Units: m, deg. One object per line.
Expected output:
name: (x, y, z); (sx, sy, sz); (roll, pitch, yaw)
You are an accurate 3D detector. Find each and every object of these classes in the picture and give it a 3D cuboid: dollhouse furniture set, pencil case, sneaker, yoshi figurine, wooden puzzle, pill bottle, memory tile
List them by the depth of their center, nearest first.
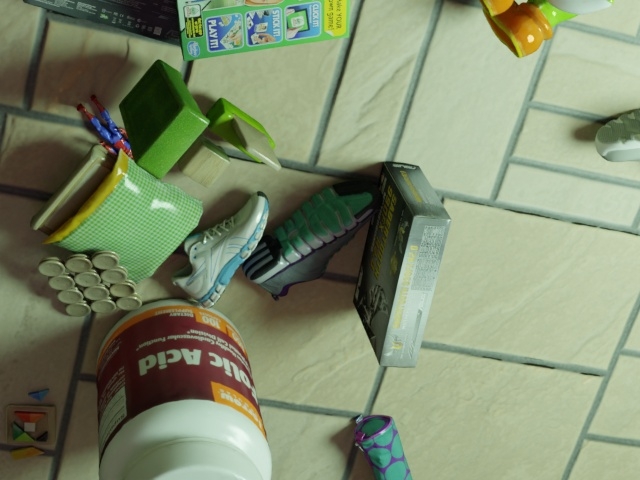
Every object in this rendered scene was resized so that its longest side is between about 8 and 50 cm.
yoshi figurine: (0.344, -0.410, 1.642); (0.362, 0.203, 0.203); (-34, 95, 8)
dollhouse furniture set: (-0.213, -0.049, 1.695); (0.197, 0.151, 0.301); (32, 107, -35)
pill bottle: (-0.185, 0.262, 1.739); (0.224, 0.392, 0.224); (-5, 117, -9)
memory tile: (-0.313, 0.059, 1.787); (0.113, 0.012, 0.148); (-8, 145, 6)
sneaker: (-0.142, 0.005, 1.804); (0.083, 0.071, 0.190); (30, 107, -16)
sneaker: (0.000, 0.000, 1.836); (0.224, 0.083, 0.098); (-31, 139, 10)
sneaker: (0.523, -0.119, 1.846); (0.281, 0.105, 0.115); (-1, 116, -11)
wooden puzzle: (-0.425, 0.273, 1.913); (0.078, 0.014, 0.116); (-5, 117, -9)
pencil case: (0.098, 0.341, 2.018); (0.070, 0.064, 0.151); (-28, 119, -15)

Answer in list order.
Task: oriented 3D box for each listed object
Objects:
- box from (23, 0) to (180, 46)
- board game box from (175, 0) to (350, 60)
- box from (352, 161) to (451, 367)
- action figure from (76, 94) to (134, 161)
box: (-0.233, -0.354, 1.608); (0.233, 0.059, 0.183); (13, 116, -17)
board game box: (-0.070, -0.349, 1.515); (0.213, 0.046, 0.317); (-9, 144, -6)
box: (0.108, 0.032, 1.799); (0.056, 0.183, 0.231); (5, 116, -13)
action figure: (-0.276, -0.139, 1.728); (0.038, 0.030, 0.115); (-36, 120, 5)
